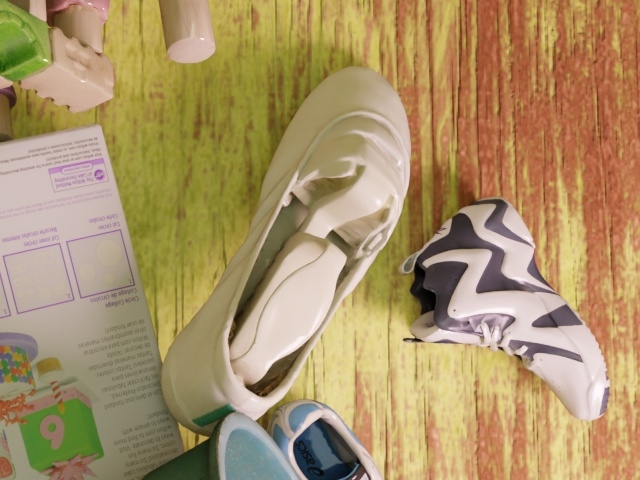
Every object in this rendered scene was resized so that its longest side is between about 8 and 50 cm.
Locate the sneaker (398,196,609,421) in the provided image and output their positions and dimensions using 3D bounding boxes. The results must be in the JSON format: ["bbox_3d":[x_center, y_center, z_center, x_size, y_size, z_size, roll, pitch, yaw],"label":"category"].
[{"bbox_3d":[0.160,0.090,1.397,0.153,0.094,0.235,-28,92,-13],"label":"sneaker"}]

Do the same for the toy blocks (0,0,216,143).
[{"bbox_3d":[-0.289,-0.259,1.231,0.309,0.288,0.260,-22,65,25],"label":"toy blocks"}]

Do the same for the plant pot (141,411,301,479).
[{"bbox_3d":[-0.150,0.356,1.159,0.334,0.341,0.341,-24,91,6],"label":"plant pot"}]

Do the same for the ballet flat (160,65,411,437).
[{"bbox_3d":[0.000,0.000,1.304,0.139,0.139,0.400,34,64,-9],"label":"ballet flat"}]

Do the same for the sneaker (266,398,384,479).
[{"bbox_3d":[0.033,0.249,1.355,0.085,0.086,0.237,-38,96,-16],"label":"sneaker"}]

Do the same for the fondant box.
[{"bbox_3d":[-0.270,0.086,1.269,0.238,0.096,0.330,-14,87,-26],"label":"fondant box"}]
